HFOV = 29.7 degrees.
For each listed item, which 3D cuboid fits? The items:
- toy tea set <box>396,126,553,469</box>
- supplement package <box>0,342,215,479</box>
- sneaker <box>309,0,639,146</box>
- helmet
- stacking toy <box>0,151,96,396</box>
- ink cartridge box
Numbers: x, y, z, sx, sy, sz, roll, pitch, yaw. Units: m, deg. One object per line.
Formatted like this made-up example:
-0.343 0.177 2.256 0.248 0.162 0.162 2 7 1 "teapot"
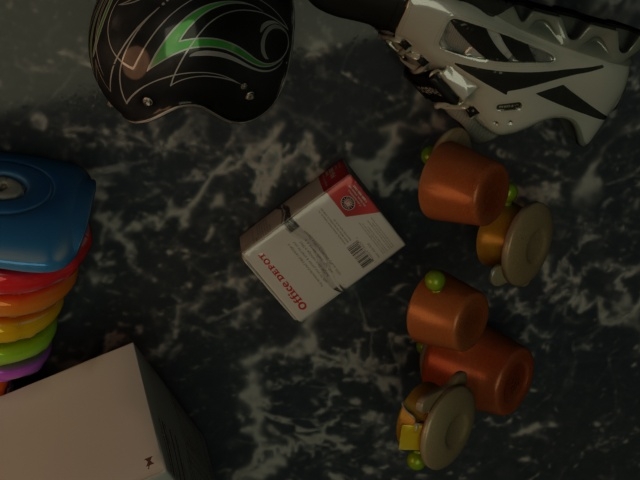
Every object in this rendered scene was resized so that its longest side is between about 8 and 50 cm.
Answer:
0.127 0.049 1.190 0.200 0.124 0.336 -15 118 -48 "toy tea set"
-0.220 0.239 1.187 0.194 0.149 0.203 -22 143 1 "supplement package"
0.133 -0.165 1.120 0.330 0.122 0.146 13 108 -12 "sneaker"
-0.120 -0.182 1.058 0.161 0.169 0.169 6 112 -27 "helmet"
-0.313 0.073 1.159 0.165 0.175 0.302 8 123 -8 "stacking toy"
0.000 0.000 1.206 0.135 0.056 0.099 -36 112 7 "ink cartridge box"
